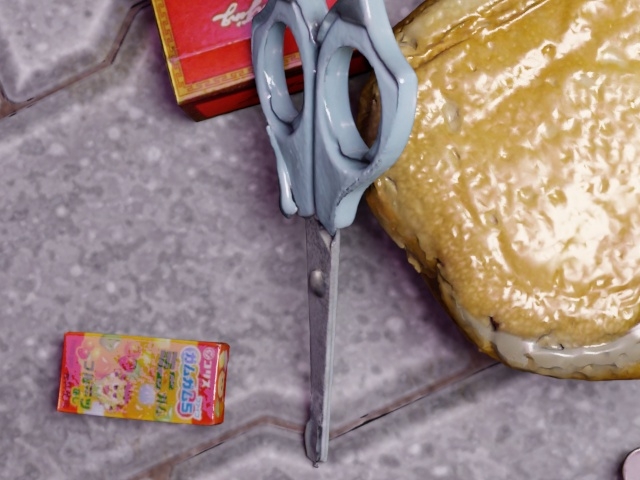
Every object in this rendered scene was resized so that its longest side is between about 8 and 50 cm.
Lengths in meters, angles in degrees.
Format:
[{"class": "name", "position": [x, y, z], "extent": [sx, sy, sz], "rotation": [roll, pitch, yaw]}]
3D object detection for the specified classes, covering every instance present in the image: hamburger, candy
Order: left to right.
[{"class": "candy", "position": [-0.131, 0.102, 0.889], "extent": [0.122, 0.038, 0.062], "rotation": [4, 85, 8]}, {"class": "hamburger", "position": [0.178, -0.059, 0.793], "extent": [0.319, 0.158, 0.318], "rotation": [0, 90, 17]}]

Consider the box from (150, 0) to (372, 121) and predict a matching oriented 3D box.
[{"class": "box", "position": [-0.058, -0.225, 0.901], "extent": [0.153, 0.074, 0.239], "rotation": [-15, 81, 2]}]

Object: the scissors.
[{"class": "scissors", "position": [-0.001, 0.000, 0.812], "extent": [0.029, 0.191, 0.360], "rotation": [-10, 115, -29]}]

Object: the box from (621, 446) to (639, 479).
[{"class": "box", "position": [0.275, 0.179, 0.830], "extent": [0.126, 0.031, 0.091], "rotation": [-11, 83, 7]}]
